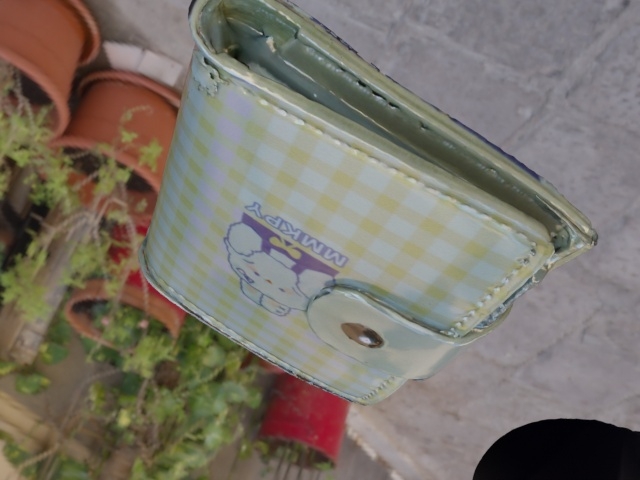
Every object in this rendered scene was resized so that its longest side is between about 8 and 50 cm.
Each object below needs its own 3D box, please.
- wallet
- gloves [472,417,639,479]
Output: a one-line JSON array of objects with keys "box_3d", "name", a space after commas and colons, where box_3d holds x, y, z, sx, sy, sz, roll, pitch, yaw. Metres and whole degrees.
[{"box_3d": [0.000, 0.000, 0.592, 0.223, 0.077, 0.309, 34, 156, -1], "name": "wallet"}, {"box_3d": [0.165, 0.167, 0.455, 0.140, 0.131, 0.218, -29, 116, 30], "name": "gloves"}]
